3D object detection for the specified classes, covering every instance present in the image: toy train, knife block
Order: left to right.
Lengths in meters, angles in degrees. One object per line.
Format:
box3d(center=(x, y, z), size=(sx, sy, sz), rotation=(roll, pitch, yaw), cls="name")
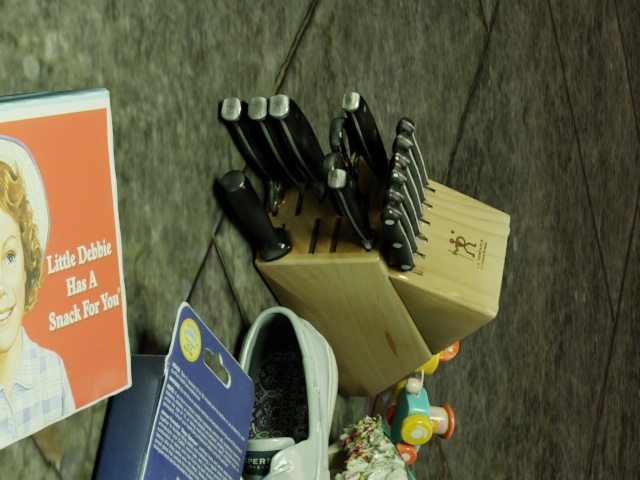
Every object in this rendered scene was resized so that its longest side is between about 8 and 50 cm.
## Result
box3d(center=(0.000, 0.000, 1.326), size=(0.275, 0.242, 0.088), rotation=(-40, -147, 55), cls="knife block")
box3d(center=(0.081, 0.103, 1.494), size=(0.125, 0.046, 0.166), rotation=(153, -56, -77), cls="toy train")

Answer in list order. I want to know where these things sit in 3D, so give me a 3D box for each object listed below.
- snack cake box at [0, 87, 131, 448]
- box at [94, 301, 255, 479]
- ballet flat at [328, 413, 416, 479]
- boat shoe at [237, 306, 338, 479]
box3d(center=(-0.180, 0.018, 0.798), size=(0.264, 0.089, 0.152), rotation=(-20, 106, -69), cls="snack cake box")
box3d(center=(-0.093, 0.163, 1.099), size=(0.136, 0.036, 0.225), rotation=(56, 40, -56), cls="box")
box3d(center=(0.024, 0.176, 1.339), size=(0.241, 0.077, 0.091), rotation=(178, -92, -87), cls="ballet flat")
box3d(center=(-0.034, 0.149, 1.214), size=(0.081, 0.079, 0.228), rotation=(56, 32, -54), cls="boat shoe")
